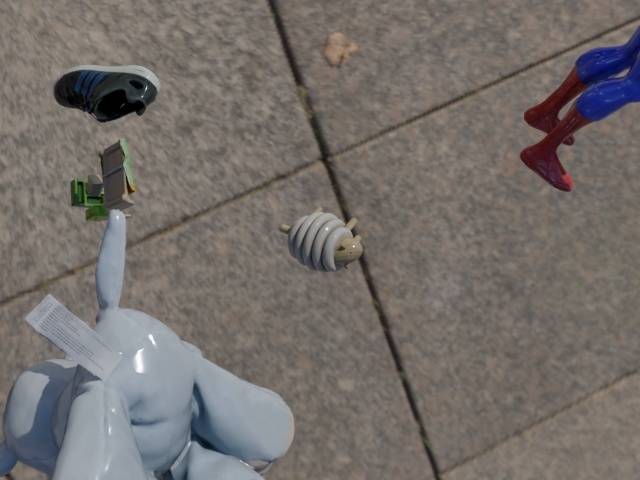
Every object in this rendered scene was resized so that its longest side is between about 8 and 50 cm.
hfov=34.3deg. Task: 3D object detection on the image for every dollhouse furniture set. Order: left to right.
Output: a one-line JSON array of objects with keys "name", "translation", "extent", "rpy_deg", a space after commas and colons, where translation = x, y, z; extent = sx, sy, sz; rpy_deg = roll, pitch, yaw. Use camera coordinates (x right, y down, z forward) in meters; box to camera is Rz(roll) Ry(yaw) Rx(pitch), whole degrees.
[{"name": "dollhouse furniture set", "translation": [-0.241, -0.065, 1.233], "extent": [0.058, 0.151, 0.076], "rpy_deg": [1, 79, -37]}]

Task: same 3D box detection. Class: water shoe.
[{"name": "water shoe", "translation": [-0.344, -0.224, 1.601], "extent": [0.073, 0.203, 0.080], "rpy_deg": [58, 40, -39]}]

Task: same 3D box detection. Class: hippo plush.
[{"name": "hippo plush", "translation": [-0.199, 0.181, 0.900], "extent": [0.294, 0.236, 0.234], "rpy_deg": [49, 45, -21]}]

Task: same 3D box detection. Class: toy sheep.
[{"name": "toy sheep", "translation": [0.000, 0.000, 1.432], "extent": [0.091, 0.132, 0.091], "rpy_deg": [-28, 125, -48]}]

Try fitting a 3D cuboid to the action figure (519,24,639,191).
[{"name": "action figure", "translation": [0.276, -0.130, 0.706], "extent": [0.139, 0.091, 0.280], "rpy_deg": [28, 133, -13]}]
